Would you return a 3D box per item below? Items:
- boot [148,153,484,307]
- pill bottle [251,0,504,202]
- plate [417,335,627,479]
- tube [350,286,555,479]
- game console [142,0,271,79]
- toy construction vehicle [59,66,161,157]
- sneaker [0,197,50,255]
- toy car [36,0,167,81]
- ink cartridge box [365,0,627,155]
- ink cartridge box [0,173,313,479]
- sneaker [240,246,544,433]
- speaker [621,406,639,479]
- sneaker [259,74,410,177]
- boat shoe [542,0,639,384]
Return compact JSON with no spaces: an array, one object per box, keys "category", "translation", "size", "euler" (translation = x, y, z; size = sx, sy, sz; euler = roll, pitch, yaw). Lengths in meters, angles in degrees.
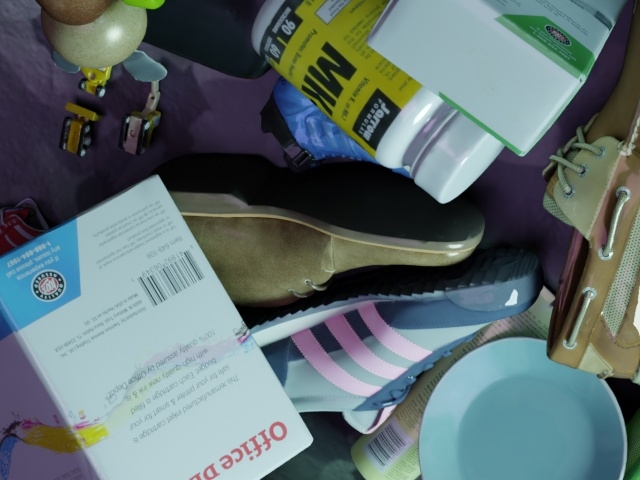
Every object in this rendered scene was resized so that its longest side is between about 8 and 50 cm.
[{"category":"boot","translation":[0.000,0.000,1.704],"size":[0.305,0.112,0.115],"euler":[7,118,25]},{"category":"pill bottle","translation":[0.055,-0.135,1.597],"size":[0.208,0.119,0.119],"euler":[42,117,13]},{"category":"plate","translation":[0.173,0.176,1.681],"size":[0.188,0.024,0.188],"euler":[-3,83,25]},{"category":"tube","translation":[0.127,0.129,1.743],"size":[0.070,0.062,0.240],"euler":[22,120,-42]},{"category":"game console","translation":[-0.144,-0.358,1.625],"size":[0.342,0.060,0.386],"euler":[24,116,7]},{"category":"toy construction vehicle","translation":[-0.183,-0.116,1.751],"size":[0.086,0.035,0.098],"euler":[20,113,21]},{"category":"sneaker","translation":[-0.305,-0.019,1.818],"size":[0.118,0.042,0.067],"euler":[27,120,-3]},{"category":"toy car","translation":[-0.183,-0.203,1.630],"size":[0.155,0.149,0.188],"euler":[10,143,12]},{"category":"ink cartridge box","translation":[0.142,-0.172,1.530],"size":[0.153,0.208,0.087],"euler":[36,119,1]},{"category":"ink cartridge box","translation":[-0.185,0.125,1.696],"size":[0.197,0.198,0.270],"euler":[-30,90,53]},{"category":"sneaker","translation":[0.062,0.095,1.717],"size":[0.319,0.112,0.131],"euler":[-15,102,30]},{"category":"speaker","translation":[0.283,0.227,1.691],"size":[0.131,0.131,0.296],"euler":[34,116,2]},{"category":"sneaker","translation":[0.017,-0.082,1.684],"size":[0.152,0.058,0.084],"euler":[37,111,5]},{"category":"boat shoe","translation":[0.240,-0.036,1.582],"size":[0.120,0.122,0.324],"euler":[3,105,0]}]
